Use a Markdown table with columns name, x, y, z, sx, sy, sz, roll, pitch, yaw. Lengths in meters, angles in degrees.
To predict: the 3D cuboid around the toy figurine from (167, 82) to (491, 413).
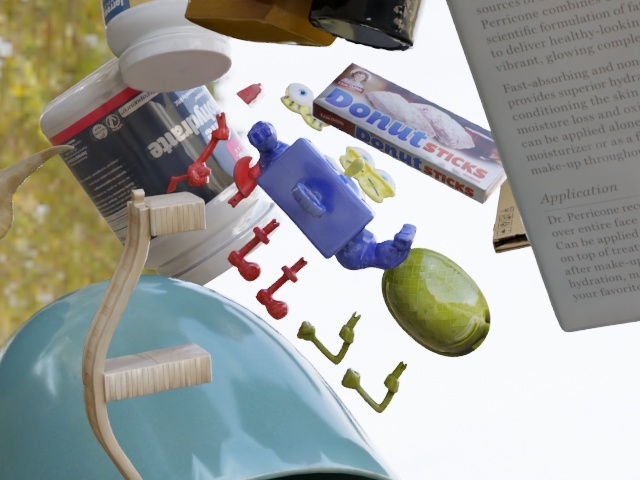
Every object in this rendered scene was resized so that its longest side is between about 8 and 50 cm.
| name | x | y | z | sx | sy | sz | roll | pitch | yaw |
| --- | --- | --- | --- | --- | --- | --- | --- | --- | --- |
| toy figurine | 0.000 | 0.000 | 1.756 | 0.191 | 0.362 | 0.217 | -40 | -5 | 3 |

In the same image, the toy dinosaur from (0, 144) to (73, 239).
| name | x | y | z | sx | sy | sz | roll | pitch | yaw |
| --- | --- | --- | --- | --- | --- | --- | --- | --- | --- |
| toy dinosaur | -0.312 | -0.044 | 1.630 | 0.183 | 0.092 | 0.053 | -44 | -6 | -2 |

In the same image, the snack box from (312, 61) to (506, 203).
| name | x | y | z | sx | sy | sz | roll | pitch | yaw |
| --- | --- | --- | --- | --- | --- | --- | --- | --- | --- |
| snack box | 0.083 | -0.095 | 1.549 | 0.178 | 0.064 | 0.022 | 29 | -36 | 20 |

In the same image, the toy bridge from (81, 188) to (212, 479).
| name | x | y | z | sx | sy | sz | roll | pitch | yaw |
| --- | --- | --- | --- | --- | --- | --- | --- | --- | --- |
| toy bridge | -0.087 | 0.066 | 0.891 | 0.063 | 0.188 | 0.026 | -9 | 16 | -25 |

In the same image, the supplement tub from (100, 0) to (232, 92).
| name | x | y | z | sx | sy | sz | roll | pitch | yaw |
| --- | --- | --- | --- | --- | --- | --- | --- | --- | --- |
| supplement tub | -0.172 | -0.277 | 1.956 | 0.144 | 0.199 | 0.144 | -9 | -16 | -3 |

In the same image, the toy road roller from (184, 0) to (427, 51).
| name | x | y | z | sx | sy | sz | roll | pitch | yaw |
| --- | --- | --- | --- | --- | --- | --- | --- | --- | --- |
| toy road roller | -0.049 | -0.295 | 1.527 | 0.241 | 0.202 | 0.329 | 18 | -4 | -35 |

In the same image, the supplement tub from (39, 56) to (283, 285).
| name | x | y | z | sx | sy | sz | roll | pitch | yaw |
| --- | --- | --- | --- | --- | --- | --- | --- | --- | --- |
| supplement tub | -0.187 | -0.089 | 2.109 | 0.191 | 0.272 | 0.191 | -33 | 10 | 7 |

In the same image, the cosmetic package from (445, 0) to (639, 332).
| name | x | y | z | sx | sy | sz | roll | pitch | yaw |
| --- | --- | --- | --- | --- | --- | --- | --- | --- | --- |
| cosmetic package | 0.225 | -0.172 | 1.271 | 0.230 | 0.161 | 0.453 | -10 | -60 | 22 |

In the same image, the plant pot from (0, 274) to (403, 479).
| name | x | y | z | sx | sy | sz | roll | pitch | yaw |
| --- | --- | --- | --- | --- | --- | --- | --- | --- | --- |
| plant pot | -0.110 | 0.166 | 1.210 | 0.293 | 0.235 | 0.293 | -19 | -40 | -16 |

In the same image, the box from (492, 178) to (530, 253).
| name | x | y | z | sx | sy | sz | roll | pitch | yaw |
| --- | --- | --- | --- | --- | --- | --- | --- | --- | --- |
| box | 0.282 | -0.054 | 2.032 | 0.164 | 0.201 | 0.021 | -13 | -67 | 16 |
